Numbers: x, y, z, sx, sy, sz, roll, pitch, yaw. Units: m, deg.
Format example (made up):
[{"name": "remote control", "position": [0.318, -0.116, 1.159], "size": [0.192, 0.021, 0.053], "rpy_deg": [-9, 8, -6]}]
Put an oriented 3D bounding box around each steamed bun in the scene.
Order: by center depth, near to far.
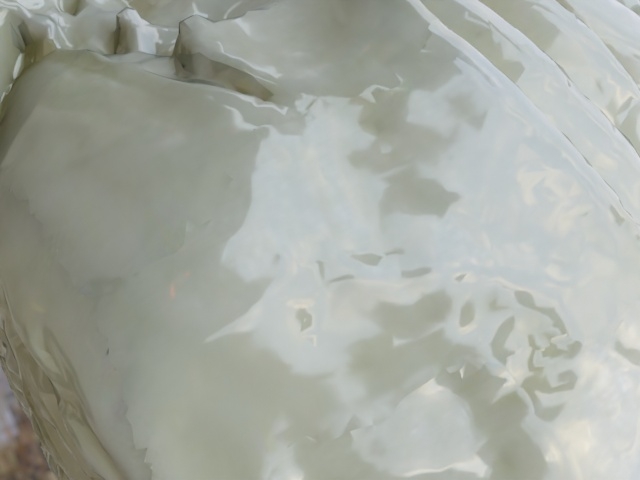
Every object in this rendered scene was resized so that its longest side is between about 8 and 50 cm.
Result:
[{"name": "steamed bun", "position": [-0.001, -0.003, 0.578], "size": [0.276, 0.203, 0.289], "rpy_deg": [66, -11, -15]}]
